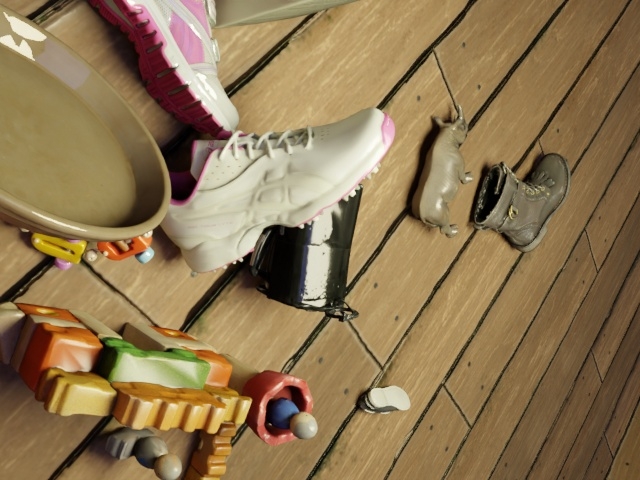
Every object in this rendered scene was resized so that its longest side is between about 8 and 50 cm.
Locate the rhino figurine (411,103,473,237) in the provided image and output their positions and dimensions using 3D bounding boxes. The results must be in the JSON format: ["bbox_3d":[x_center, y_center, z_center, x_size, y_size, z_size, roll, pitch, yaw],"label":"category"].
[{"bbox_3d":[0.229,-0.134,1.000,0.106,0.073,0.243,20,83,-46],"label":"rhino figurine"}]

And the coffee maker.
[{"bbox_3d":[0.000,0.000,0.750,0.120,0.171,0.178,-1,101,-58],"label":"coffee maker"}]

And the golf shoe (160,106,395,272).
[{"bbox_3d":[-0.066,-0.077,0.626,0.306,0.115,0.140,-30,118,16],"label":"golf shoe"}]

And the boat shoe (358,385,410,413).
[{"bbox_3d":[0.119,0.296,1.006,0.125,0.038,0.046,15,46,-48],"label":"boat shoe"}]

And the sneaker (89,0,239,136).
[{"bbox_3d":[-0.154,-0.233,0.614,0.111,0.103,0.252,-46,126,-24],"label":"sneaker"}]

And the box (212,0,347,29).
[{"bbox_3d":[-0.021,-0.331,0.626,0.149,0.232,0.126,-26,114,-37],"label":"box"}]

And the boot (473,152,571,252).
[{"bbox_3d":[0.432,-0.109,1.177,0.229,0.091,0.262,29,81,-42],"label":"boot"}]

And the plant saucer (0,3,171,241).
[{"bbox_3d":[-0.252,-0.106,0.482,0.041,0.277,0.278,-37,133,18],"label":"plant saucer"}]

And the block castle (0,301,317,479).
[{"bbox_3d":[-0.225,0.249,0.567,0.453,0.213,0.302,21,84,-42],"label":"block castle"}]

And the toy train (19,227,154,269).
[{"bbox_3d":[-0.255,-0.032,0.567,0.166,0.125,0.046,49,27,-32],"label":"toy train"}]
